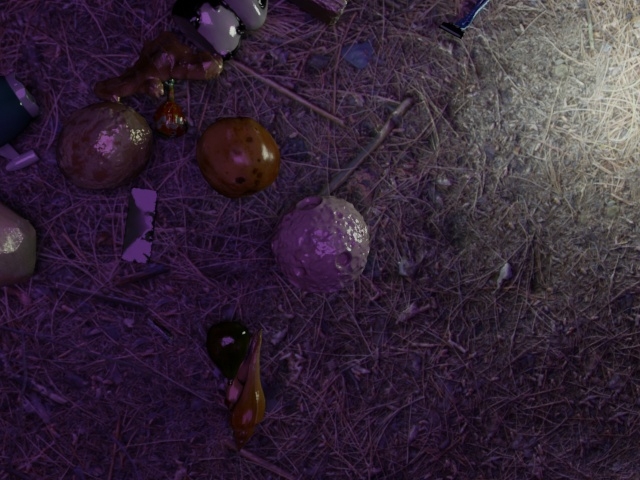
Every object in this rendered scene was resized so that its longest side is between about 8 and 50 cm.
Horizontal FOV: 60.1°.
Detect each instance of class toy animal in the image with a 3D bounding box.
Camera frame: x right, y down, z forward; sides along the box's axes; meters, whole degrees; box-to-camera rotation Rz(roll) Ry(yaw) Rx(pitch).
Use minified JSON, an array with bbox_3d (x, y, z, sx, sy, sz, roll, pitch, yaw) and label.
[{"bbox_3d":[-0.231,-0.571,1.338,0.235,0.165,0.187,-49,131,0],"label":"toy animal"}]

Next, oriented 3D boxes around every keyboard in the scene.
[{"bbox_3d":[-0.472,-0.038,1.448,0.074,0.015,0.196,8,96,-7],"label":"keyboard"}]

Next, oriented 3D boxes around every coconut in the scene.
[{"bbox_3d":[-0.783,0.013,1.301,0.234,0.224,0.224,42,89,0],"label":"coconut"}]

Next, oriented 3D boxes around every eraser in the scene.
[{"bbox_3d":[-0.429,0.239,1.485,0.019,0.027,0.099,-44,102,6],"label":"eraser"}]

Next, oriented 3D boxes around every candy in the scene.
[{"bbox_3d":[-0.375,-0.401,1.396,0.084,0.078,0.287,1,90,-7],"label":"candy"}]

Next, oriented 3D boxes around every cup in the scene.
[{"bbox_3d":[-0.760,-0.306,1.291,0.173,0.167,0.299,-34,128,-14],"label":"cup"}]

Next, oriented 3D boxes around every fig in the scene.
[{"bbox_3d":[-0.249,0.302,1.491,0.117,0.117,0.177,-2,111,-10],"label":"fig"}]

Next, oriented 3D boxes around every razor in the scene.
[{"bbox_3d":[0.436,-0.652,1.510,0.082,0.042,0.253,40,88,28],"label":"razor"}]

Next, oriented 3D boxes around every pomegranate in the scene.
[{"bbox_3d":[-0.202,-0.215,1.377,0.215,0.215,0.215,-1,98,-10],"label":"pomegranate"}]

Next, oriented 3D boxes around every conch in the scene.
[{"bbox_3d":[-0.193,0.410,1.523,0.093,0.109,0.330,28,68,-48],"label":"conch"}]

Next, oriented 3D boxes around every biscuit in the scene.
[{"bbox_3d":[-0.047,-0.636,1.391,0.239,0.108,0.062,28,90,-12],"label":"biscuit"}]

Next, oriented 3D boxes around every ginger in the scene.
[{"bbox_3d":[-0.402,-0.409,1.332,0.334,0.081,0.148,-21,98,9],"label":"ginger"}]

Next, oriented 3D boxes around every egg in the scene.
[{"bbox_3d":[-0.516,-0.222,1.322,0.245,0.203,0.203,-30,102,12],"label":"egg"}]

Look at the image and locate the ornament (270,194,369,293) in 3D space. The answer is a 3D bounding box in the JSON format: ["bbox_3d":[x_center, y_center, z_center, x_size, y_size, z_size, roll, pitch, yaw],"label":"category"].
[{"bbox_3d":[0.000,0.000,1.411,0.259,0.259,0.225,-21,122,-6],"label":"ornament"}]
